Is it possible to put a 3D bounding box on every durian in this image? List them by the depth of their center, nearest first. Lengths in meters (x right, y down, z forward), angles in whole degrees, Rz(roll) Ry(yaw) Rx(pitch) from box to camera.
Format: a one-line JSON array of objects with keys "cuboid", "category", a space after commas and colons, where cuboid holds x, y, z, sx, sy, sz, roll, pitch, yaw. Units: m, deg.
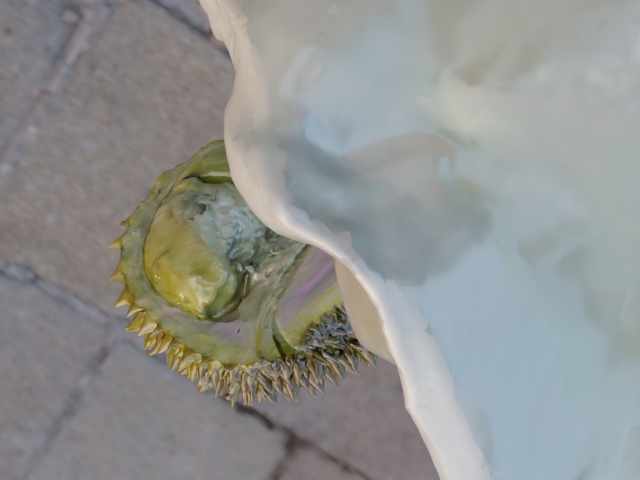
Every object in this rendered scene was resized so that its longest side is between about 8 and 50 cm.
[{"cuboid": [0.000, 0.000, 0.877, 0.208, 0.146, 0.102, -35, 139, -24], "category": "durian"}]

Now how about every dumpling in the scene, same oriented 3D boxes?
[{"cuboid": [0.097, -0.009, 0.526, 0.318, 0.187, 0.242, 35, 52, -45], "category": "dumpling"}]
